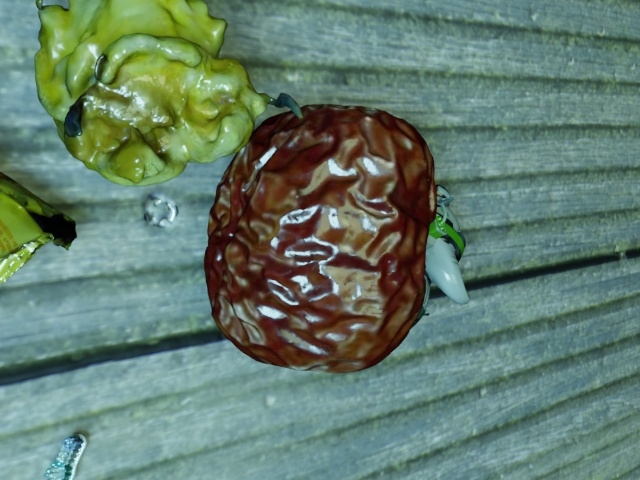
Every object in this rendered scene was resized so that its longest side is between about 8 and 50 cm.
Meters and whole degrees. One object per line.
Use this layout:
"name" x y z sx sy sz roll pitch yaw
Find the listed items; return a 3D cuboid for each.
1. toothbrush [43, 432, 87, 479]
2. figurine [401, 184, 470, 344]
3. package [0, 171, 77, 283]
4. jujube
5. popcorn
"toothbrush" -0.268 0.304 0.553 0.030 0.030 0.303 30 78 -32
"figurine" 0.101 0.018 0.733 0.147 0.126 0.192 50 54 -44
"package" -0.298 -0.040 0.467 0.168 0.090 0.226 -44 119 -27
"jujube" 0.000 0.000 0.603 0.213 0.213 0.232 5 91 -35
"popcorn" -0.130 -0.125 0.513 0.174 0.195 0.168 14 93 -30
